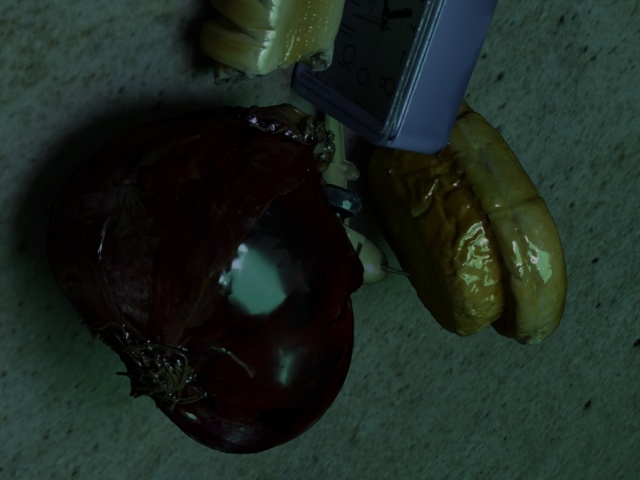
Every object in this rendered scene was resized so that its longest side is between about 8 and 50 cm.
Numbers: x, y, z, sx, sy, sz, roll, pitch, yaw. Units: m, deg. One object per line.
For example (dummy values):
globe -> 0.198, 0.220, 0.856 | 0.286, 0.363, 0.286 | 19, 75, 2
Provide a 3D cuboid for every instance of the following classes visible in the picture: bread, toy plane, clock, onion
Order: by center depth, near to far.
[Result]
onion -> -0.076, 0.032, 1.538 | 0.281, 0.221, 0.281 | 15, 67, -40
bread -> -0.031, -0.199, 1.568 | 0.119, 0.084, 0.177 | -5, 118, -51
clock -> 0.065, -0.185, 1.643 | 0.073, 0.144, 0.193 | 6, 110, -39
toy plane -> 0.000, 0.000, 1.748 | 0.244, 0.092, 0.229 | 26, 79, -51
bread -> 0.130, -0.016, 1.773 | 0.120, 0.236, 0.198 | -27, 154, -11
